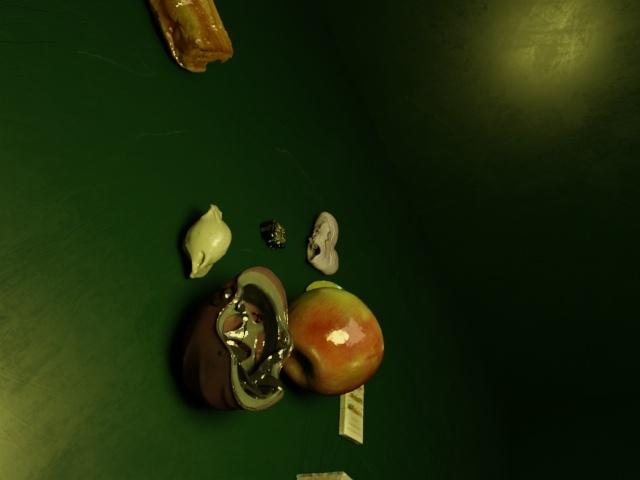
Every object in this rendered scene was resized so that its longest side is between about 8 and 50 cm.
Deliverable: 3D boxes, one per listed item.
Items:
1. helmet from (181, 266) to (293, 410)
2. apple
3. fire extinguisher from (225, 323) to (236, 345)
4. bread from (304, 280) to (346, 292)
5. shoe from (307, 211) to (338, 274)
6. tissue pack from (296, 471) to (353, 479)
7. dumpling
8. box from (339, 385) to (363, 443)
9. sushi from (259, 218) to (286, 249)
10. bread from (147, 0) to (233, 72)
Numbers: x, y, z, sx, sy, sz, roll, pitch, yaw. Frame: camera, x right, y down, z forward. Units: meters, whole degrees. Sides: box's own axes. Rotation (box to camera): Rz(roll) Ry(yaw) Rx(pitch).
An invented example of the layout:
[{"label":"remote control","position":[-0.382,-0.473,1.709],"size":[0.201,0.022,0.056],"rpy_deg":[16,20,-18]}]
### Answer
[{"label":"helmet","position":[-0.205,0.238,1.079],"size":[0.271,0.197,0.338],"rpy_deg":[51,30,-43]},{"label":"apple","position":[0.018,0.297,1.322],"size":[0.277,0.319,0.319],"rpy_deg":[-32,101,-33]},{"label":"fire extinguisher","position":[-0.241,0.255,1.193],"size":[0.028,0.022,0.083],"rpy_deg":[-18,88,-24]},{"label":"bread","position":[0.035,0.240,1.591],"size":[0.228,0.033,0.228],"rpy_deg":[20,45,-22]},{"label":"shoe","position":[0.000,0.000,1.708],"size":[0.137,0.095,0.245],"rpy_deg":[29,54,-54]},{"label":"tissue pack","position":[0.022,0.675,1.227],"size":[0.115,0.155,0.065],"rpy_deg":[54,34,-28]},{"label":"dumpling","position":[-0.293,0.011,1.192],"size":[0.111,0.181,0.155],"rpy_deg":[37,-9,13]},{"label":"box","position":[0.109,0.573,1.577],"size":[0.122,0.032,0.220],"rpy_deg":[44,37,-38]},{"label":"sushi","position":[-0.150,-0.013,1.499],"size":[0.083,0.056,0.085],"rpy_deg":[29,46,-60]},{"label":"bread","position":[-0.416,-0.686,1.387],"size":[0.195,0.148,0.344],"rpy_deg":[-25,94,-51]}]
